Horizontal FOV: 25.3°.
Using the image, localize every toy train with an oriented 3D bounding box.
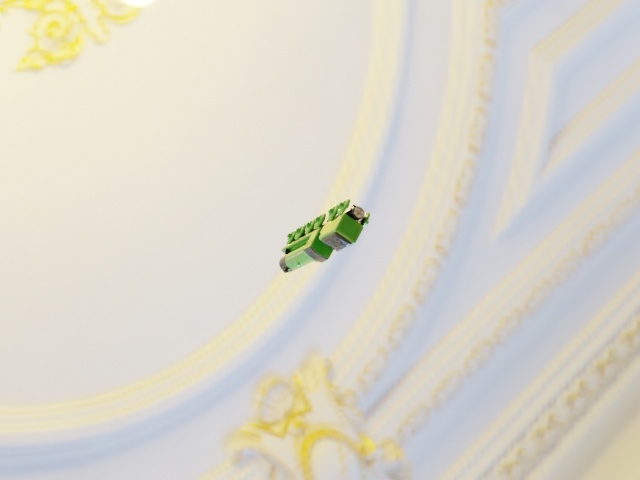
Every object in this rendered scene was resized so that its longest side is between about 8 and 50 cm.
[{"bbox_3d":[0.000,0.000,0.706,0.017,0.083,0.023,33,-114,-13],"label":"toy train"}]
